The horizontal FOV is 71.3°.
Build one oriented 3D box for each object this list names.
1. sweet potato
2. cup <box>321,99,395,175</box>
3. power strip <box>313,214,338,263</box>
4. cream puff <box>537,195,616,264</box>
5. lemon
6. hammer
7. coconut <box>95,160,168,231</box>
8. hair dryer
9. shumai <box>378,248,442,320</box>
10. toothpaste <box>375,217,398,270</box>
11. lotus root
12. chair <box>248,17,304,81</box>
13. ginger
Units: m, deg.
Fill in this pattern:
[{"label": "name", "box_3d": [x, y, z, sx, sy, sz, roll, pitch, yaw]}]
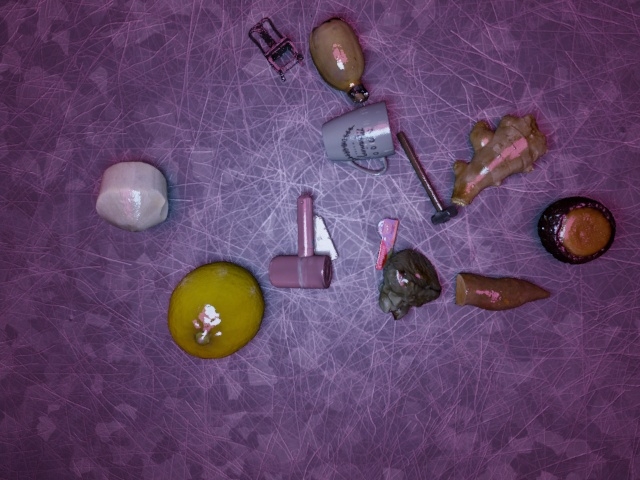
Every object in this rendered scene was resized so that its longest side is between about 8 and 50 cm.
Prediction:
[{"label": "sweet potato", "box_3d": [0.657, 0.194, 1.605, 0.337, 0.131, 0.131, 6, 96, 5]}, {"label": "cup", "box_3d": [0.143, -0.338, 1.581, 0.234, 0.186, 0.257, -12, 122, 13]}, {"label": "power strip", "box_3d": [0.000, 0.000, 1.675, 0.082, 0.035, 0.192, -23, 93, 7]}, {"label": "cream puff", "box_3d": [0.876, -0.037, 1.545, 0.239, 0.165, 0.238, 0, 96, 4]}, {"label": "lemon", "box_3d": [-0.370, 0.256, 1.573, 0.365, 0.364, 0.363, 0, 95, 4]}, {"label": "hammer", "box_3d": [0.368, -0.229, 1.606, 0.044, 0.111, 0.365, -26, 86, -21]}, {"label": "coconut", "box_3d": [-0.664, -0.142, 1.587, 0.238, 0.237, 0.265, -17, 50, 5]}, {"label": "hair dryer", "box_3d": [-0.074, 0.000, 1.624, 0.211, 0.125, 0.352, 0, 92, 17]}, {"label": "shumai", "box_3d": [0.297, 0.162, 1.609, 0.256, 0.189, 0.218, 19, 124, -35]}, {"label": "toothpaste", "box_3d": [0.236, 0.013, 1.655, 0.070, 0.044, 0.193, 11, 96, 4]}, {"label": "lotus root", "box_3d": [0.073, -0.611, 1.542, 0.183, 0.183, 0.309, -27, 93, 6]}, {"label": "chair", "box_3d": [-0.167, -0.695, 1.590, 0.106, 0.113, 0.229, -39, 95, 4]}, {"label": "ginger", "box_3d": [0.585, -0.292, 1.546, 0.376, 0.166, 0.236, -31, 100, -3]}]
